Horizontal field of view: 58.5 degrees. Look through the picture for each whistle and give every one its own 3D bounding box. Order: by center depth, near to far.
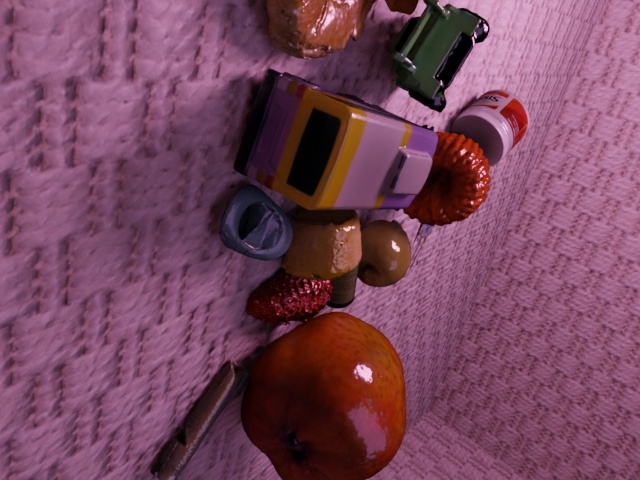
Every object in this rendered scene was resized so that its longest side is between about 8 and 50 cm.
[{"bbox_3d":[-0.294,0.444,1.408,0.068,0.057,0.327,40,77,-19],"label":"whistle"}]

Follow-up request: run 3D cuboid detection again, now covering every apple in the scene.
[{"bbox_3d":[0.172,0.036,1.663,0.200,0.200,0.200,-40,146,-34],"label":"apple"}]

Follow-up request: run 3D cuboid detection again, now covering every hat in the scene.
[{"bbox_3d":[-0.146,-0.034,1.187,0.191,0.077,0.138,40,73,-43],"label":"hat"},{"bbox_3d":[0.388,-0.195,1.707,0.400,0.285,0.286,-22,135,-57],"label":"hat"}]

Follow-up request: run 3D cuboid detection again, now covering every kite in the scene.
[{"bbox_3d":[0.385,-0.023,2.140,0.169,0.015,0.310,11,104,-61],"label":"kite"}]

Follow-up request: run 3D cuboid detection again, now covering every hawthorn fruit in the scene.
[{"bbox_3d":[0.028,0.424,1.534,0.471,0.471,0.472,-40,146,-34],"label":"hawthorn fruit"}]

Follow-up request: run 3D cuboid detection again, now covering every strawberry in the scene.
[{"bbox_3d":[-0.057,0.149,1.470,0.286,0.106,0.188,-22,133,-49],"label":"strawberry"}]

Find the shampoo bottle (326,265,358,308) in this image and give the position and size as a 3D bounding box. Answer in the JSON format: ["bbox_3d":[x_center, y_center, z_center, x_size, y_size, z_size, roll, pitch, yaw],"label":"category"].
[{"bbox_3d":[0.057,0.059,1.577,0.101,0.101,0.284,-36,144,-38],"label":"shampoo bottle"}]

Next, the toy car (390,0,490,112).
[{"bbox_3d":[0.246,-0.429,1.298,0.214,0.176,0.359,-59,-170,16],"label":"toy car"}]

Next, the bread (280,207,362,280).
[{"bbox_3d":[0.002,0.003,1.364,0.197,0.197,0.171,-29,127,-45],"label":"bread"}]

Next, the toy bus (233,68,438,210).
[{"bbox_3d":[0.063,-0.187,1.189,0.439,0.249,0.210,-4,120,-58],"label":"toy bus"}]

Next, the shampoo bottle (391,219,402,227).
[{"bbox_3d":[0.193,0.027,1.820,0.208,0.057,0.063,-57,152,-5],"label":"shampoo bottle"}]

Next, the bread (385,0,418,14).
[{"bbox_3d":[0.196,-0.592,1.134,0.139,0.077,0.271,81,29,-76],"label":"bread"}]

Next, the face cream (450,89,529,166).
[{"bbox_3d":[0.561,-0.372,1.893,0.187,0.201,0.201,-42,148,-30],"label":"face cream"}]

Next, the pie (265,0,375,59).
[{"bbox_3d":[0.023,-0.481,1.013,0.339,0.083,0.340,-45,151,-33],"label":"pie"}]
